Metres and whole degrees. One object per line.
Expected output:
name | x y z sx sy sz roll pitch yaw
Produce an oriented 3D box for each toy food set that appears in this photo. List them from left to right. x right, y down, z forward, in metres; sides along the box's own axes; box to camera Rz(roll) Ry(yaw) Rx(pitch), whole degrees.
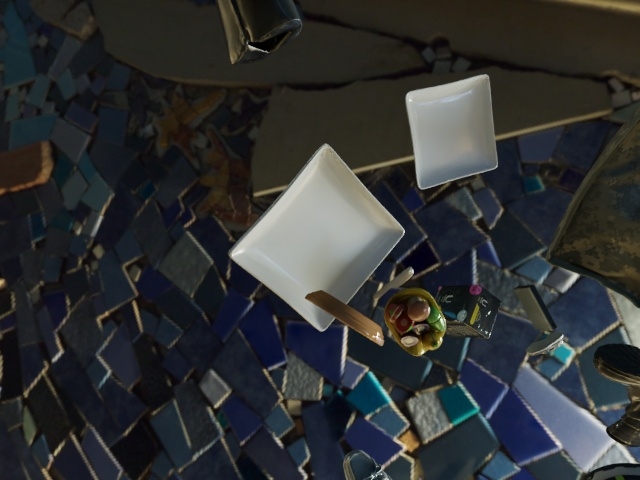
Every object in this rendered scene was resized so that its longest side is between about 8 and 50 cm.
toy food set | 0.218 0.185 1.256 0.218 0.128 0.071 56 5 -21

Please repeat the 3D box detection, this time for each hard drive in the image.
hard drive | 0.610 0.190 1.543 0.135 0.022 0.094 62 -10 3

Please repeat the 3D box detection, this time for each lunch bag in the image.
lunch bag | 0.462 -0.083 0.747 0.168 0.287 0.235 29 24 25

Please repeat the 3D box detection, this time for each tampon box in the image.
tampon box | 0.407 0.202 1.548 0.101 0.121 0.161 33 -21 -21

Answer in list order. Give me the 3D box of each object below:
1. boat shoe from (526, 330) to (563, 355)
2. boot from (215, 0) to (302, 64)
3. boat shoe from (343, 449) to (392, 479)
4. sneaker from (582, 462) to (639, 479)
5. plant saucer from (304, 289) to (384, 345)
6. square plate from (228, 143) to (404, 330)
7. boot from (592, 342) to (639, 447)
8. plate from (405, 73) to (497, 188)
boat shoe | 0.654 0.308 1.580 0.125 0.038 0.046 -26 23 -18
boot | -0.142 -0.634 1.099 0.146 0.446 0.367 -14 -2 -28
boat shoe | 0.182 0.745 1.567 0.118 0.103 0.320 -17 58 -29
sneaker | 0.503 0.391 0.779 0.234 0.084 0.097 1 39 19
plant saucer | 0.058 0.165 1.195 0.199 0.037 0.200 31 -6 4
square plate | 0.000 0.000 1.333 0.347 0.344 0.049 44 -7 -31
boot | 0.694 0.358 1.187 0.337 0.223 0.118 16 25 -17
plate | 0.374 -0.313 1.567 0.277 0.278 0.045 -17 18 -17
